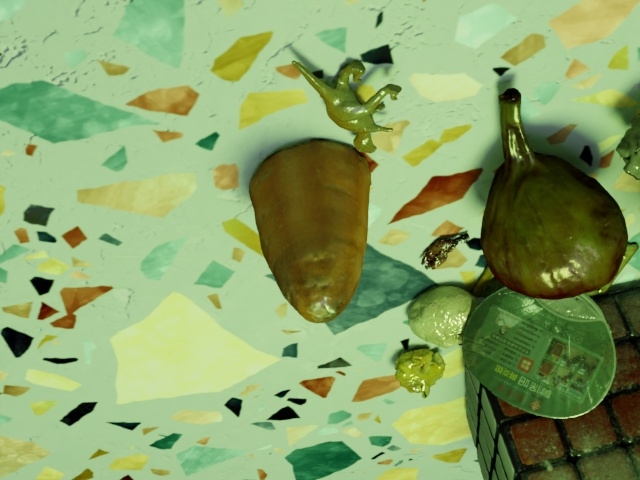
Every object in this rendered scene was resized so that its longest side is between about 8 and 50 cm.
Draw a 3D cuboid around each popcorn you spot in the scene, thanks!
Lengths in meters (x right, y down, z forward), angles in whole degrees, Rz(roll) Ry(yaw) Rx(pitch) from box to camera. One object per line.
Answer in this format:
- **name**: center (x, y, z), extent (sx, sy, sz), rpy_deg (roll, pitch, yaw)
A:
- **popcorn**: center (0.156, 0.214, 1.822), extent (0.084, 0.084, 0.084), rpy_deg (-8, 143, -6)

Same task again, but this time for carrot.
- **carrot**: center (0.000, 0.000, 1.364), extent (0.159, 0.225, 0.159), rpy_deg (-6, 138, -5)

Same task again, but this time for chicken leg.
- **chicken leg**: center (0.176, 0.013, 1.592), extent (0.036, 0.021, 0.083), rpy_deg (28, 123, -28)

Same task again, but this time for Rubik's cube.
- **Rubik's cube**: center (0.439, 0.322, 1.792), extent (0.345, 0.343, 0.337), rpy_deg (-13, 146, -1)

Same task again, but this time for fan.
- **fan**: center (0.360, 0.138, 1.629), extent (0.294, 0.223, 0.012), rpy_deg (-37, 174, 11)

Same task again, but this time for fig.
- **fig**: center (0.298, -0.070, 1.441), extent (0.191, 0.190, 0.290), rpy_deg (-9, 107, -5)

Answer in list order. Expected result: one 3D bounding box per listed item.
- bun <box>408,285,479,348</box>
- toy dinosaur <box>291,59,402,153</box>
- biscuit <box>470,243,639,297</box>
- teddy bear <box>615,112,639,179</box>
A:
- **bun**: center (0.192, 0.123, 1.697), extent (0.115, 0.069, 0.115), rpy_deg (-7, 140, -6)
- **toy dinosaur**: center (0.019, -0.156, 1.313), extent (0.162, 0.039, 0.126), rpy_deg (7, 140, -22)
- **biscuit**: center (0.357, 0.047, 1.694), extent (0.232, 0.016, 0.139), rpy_deg (1, 140, -19)
- **teddy bear**: center (0.489, 0.058, 1.432), extent (0.225, 0.367, 0.357), rpy_deg (8, 158, 26)
